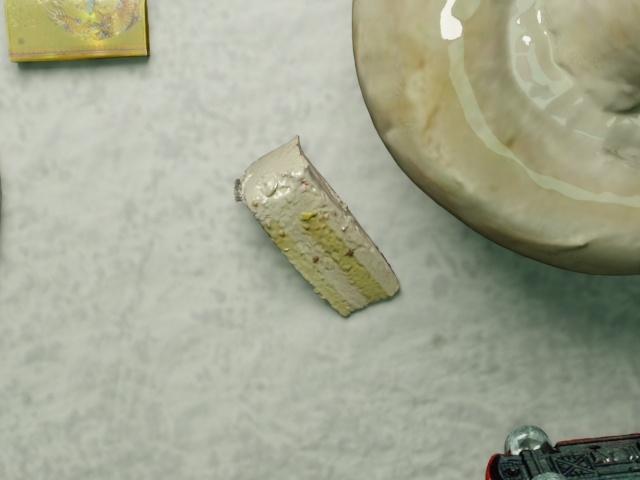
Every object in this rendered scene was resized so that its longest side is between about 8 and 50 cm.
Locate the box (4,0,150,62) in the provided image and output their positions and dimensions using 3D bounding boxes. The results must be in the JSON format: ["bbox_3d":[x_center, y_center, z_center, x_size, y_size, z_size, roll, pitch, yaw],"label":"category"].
[{"bbox_3d":[-0.152,-0.189,0.725,0.089,0.022,0.156,-1,97,0],"label":"box"}]

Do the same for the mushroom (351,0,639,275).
[{"bbox_3d":[0.160,-0.125,0.603,0.298,0.290,0.297,0,96,-1],"label":"mushroom"}]

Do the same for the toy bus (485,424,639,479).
[{"bbox_3d":[0.202,0.166,0.747,0.195,0.081,0.089,-5,106,-1],"label":"toy bus"}]

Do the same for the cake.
[{"bbox_3d":[0.000,0.000,0.735,0.052,0.065,0.121,-35,103,6],"label":"cake"}]
